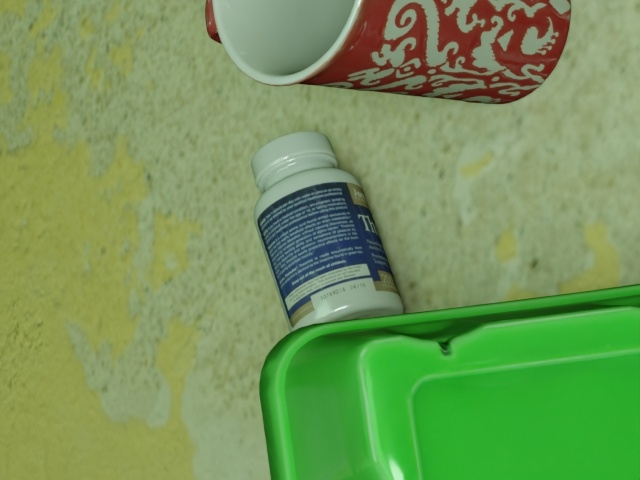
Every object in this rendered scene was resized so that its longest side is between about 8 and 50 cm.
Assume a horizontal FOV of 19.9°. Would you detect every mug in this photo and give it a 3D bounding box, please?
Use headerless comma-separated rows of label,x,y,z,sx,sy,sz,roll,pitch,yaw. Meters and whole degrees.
mug,0.032,-0.133,0.965,0.150,0.169,0.113,29,107,44

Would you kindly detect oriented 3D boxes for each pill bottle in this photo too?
pill bottle,0.000,0.000,1.058,0.067,0.067,0.120,-38,61,37

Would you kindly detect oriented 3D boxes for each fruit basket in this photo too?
fruit basket,0.093,0.211,0.860,0.392,0.283,0.392,173,90,-88
